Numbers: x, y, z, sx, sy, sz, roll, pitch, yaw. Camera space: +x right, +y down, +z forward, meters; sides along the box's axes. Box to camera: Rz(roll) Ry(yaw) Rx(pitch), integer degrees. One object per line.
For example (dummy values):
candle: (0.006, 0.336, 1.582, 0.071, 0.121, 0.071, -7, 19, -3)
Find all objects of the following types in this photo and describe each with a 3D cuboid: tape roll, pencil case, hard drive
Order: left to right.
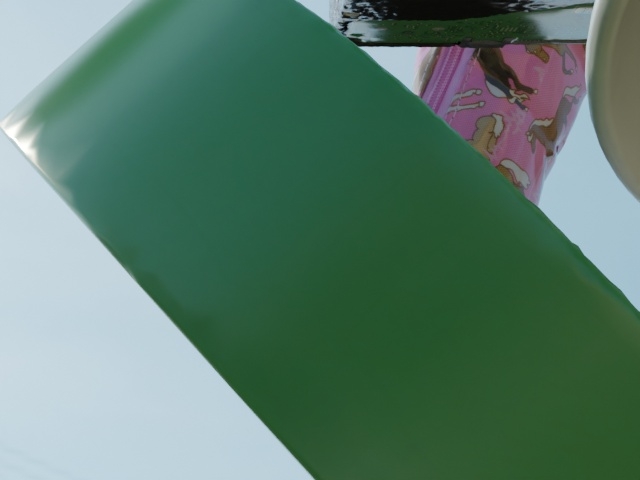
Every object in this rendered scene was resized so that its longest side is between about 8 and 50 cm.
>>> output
pencil case: (0.102, -0.038, 1.354, 0.160, 0.386, 0.167, 28, -22, -8)
tape roll: (0.040, 0.060, 0.502, 0.321, 0.077, 0.321, 47, -4, 5)
hard drive: (0.132, -0.178, 0.996, 0.237, 0.064, 0.339, 0, -7, -3)

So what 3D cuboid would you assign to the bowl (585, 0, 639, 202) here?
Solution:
bowl: (0.199, -0.114, 0.411, 0.298, 0.134, 0.298, -6, -29, -3)
